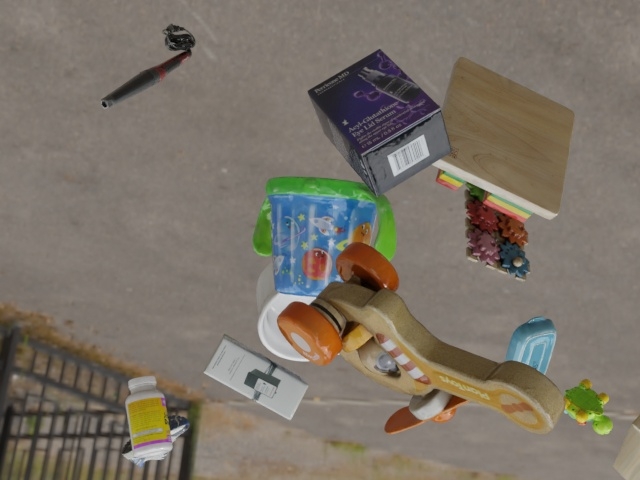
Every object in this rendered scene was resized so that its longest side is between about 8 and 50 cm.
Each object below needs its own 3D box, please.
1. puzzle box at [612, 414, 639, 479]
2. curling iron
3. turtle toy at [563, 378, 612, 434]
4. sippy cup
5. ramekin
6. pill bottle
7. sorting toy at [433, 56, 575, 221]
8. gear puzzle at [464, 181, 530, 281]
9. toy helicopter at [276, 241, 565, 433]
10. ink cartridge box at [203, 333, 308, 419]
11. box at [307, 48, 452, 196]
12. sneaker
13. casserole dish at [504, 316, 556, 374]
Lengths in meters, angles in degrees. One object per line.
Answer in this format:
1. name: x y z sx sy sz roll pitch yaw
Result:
1. puzzle box: 0.563 0.156 1.276 0.052 0.409 0.272 40 168 26
2. curling iron: -0.293 -0.290 1.566 0.035 0.274 0.068 -23 113 40
3. turtle toy: 0.596 0.378 2.063 0.095 0.130 0.066 -33 142 -21
4. sippy cup: 0.000 0.000 1.814 0.240 0.224 0.305 6 177 -11
5. ramekin: -0.019 0.139 2.139 0.277 0.135 0.277 -8 133 -9
6. pill bottle: -0.189 0.192 1.012 0.043 0.083 0.043 -12 162 -4
7. sorting toy: 0.331 -0.179 1.742 0.257 0.255 0.089 24 148 -9
8. gear puzzle: 0.397 -0.075 2.046 0.176 0.338 0.044 22 140 -21
9. toy helicopter: 0.129 0.152 1.064 0.355 0.140 0.235 16 143 49
10. ink cartridge box: -0.137 0.289 1.975 0.208 0.086 0.153 30 175 -4
11. box: 0.096 -0.199 1.542 0.153 0.207 0.108 -32 139 -6
12. sneaker: -0.294 0.370 1.701 0.135 0.052 0.058 -29 115 7
13. casserole dish: 0.470 0.254 2.059 0.114 0.037 0.188 -8 126 -23
